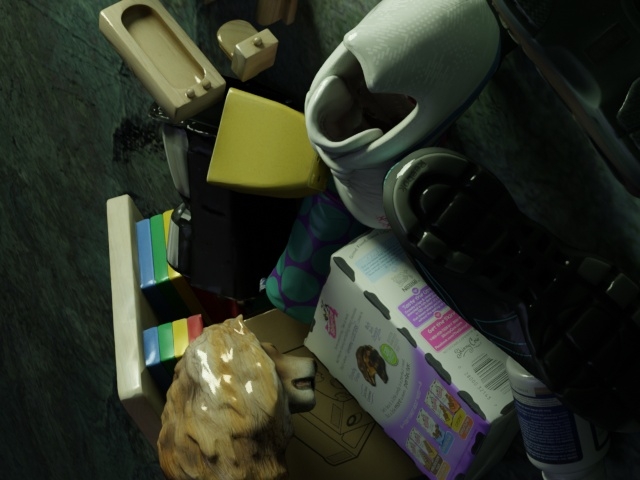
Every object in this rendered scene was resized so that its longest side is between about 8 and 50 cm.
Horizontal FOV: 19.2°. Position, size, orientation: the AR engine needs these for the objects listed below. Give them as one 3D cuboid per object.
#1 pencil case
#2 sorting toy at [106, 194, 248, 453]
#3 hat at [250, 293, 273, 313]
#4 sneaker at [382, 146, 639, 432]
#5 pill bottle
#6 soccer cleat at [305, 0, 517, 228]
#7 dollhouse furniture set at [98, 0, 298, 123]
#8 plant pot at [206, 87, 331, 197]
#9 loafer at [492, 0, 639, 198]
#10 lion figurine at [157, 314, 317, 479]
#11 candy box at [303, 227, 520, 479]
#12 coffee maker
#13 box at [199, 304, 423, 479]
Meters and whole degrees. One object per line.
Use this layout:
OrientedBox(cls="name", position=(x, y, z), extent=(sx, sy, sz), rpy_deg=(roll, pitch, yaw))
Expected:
OrientedBox(cls="pencil case", position=(0.000, 0.000, 1.650), extent=(0.070, 0.064, 0.152), rpy_deg=(-96, 23, -46))
OrientedBox(cls="sorting toy", position=(-0.122, 0.115, 1.926), extent=(0.255, 0.089, 0.257), rpy_deg=(63, -167, -47))
OrientedBox(cls="hat", position=(-0.063, 0.117, 1.801), extent=(0.208, 0.183, 0.173), rpy_deg=(52, 156, 20))
OrientedBox(cls="sneaker", position=(0.147, 0.032, 1.361), extent=(0.267, 0.101, 0.106), rpy_deg=(45, 171, -9))
OrientedBox(cls="pill bottle", position=(0.186, 0.137, 1.462), extent=(0.067, 0.067, 0.120), rpy_deg=(26, 138, 54))
OrientedBox(cls="soccer cleat", position=(0.035, -0.091, 1.426), extent=(0.116, 0.143, 0.331), rpy_deg=(55, 156, 15))
OrientedBox(cls="dollhouse furniture set", position=(-0.092, -0.210, 1.547), extent=(0.144, 0.151, 0.123), rpy_deg=(51, 154, 20))
OrientedBox(cls="plant pot", position=(-0.034, -0.074, 1.567), extent=(0.083, 0.081, 0.081), rpy_deg=(14, 180, 18))
OrientedBox(cls="loafer", position=(0.156, -0.137, 1.201), extent=(0.267, 0.096, 0.084), rpy_deg=(59, 162, 1))
OrientedBox(cls="lion figurine", position=(-0.102, 0.271, 1.719), extent=(0.240, 0.142, 0.392), rpy_deg=(60, 137, 35))
OrientedBox(cls="candy box", position=(0.084, 0.102, 1.607), extent=(0.196, 0.070, 0.165), rpy_deg=(47, 153, 17))
OrientedBox(cls="coffee maker", position=(-0.072, -0.039, 1.710), extent=(0.171, 0.120, 0.178), rpy_deg=(39, 142, 46))
OrientedBox(cls="box", position=(0.002, 0.147, 1.753), extent=(0.021, 0.164, 0.201), rpy_deg=(-76, -36, -76))
